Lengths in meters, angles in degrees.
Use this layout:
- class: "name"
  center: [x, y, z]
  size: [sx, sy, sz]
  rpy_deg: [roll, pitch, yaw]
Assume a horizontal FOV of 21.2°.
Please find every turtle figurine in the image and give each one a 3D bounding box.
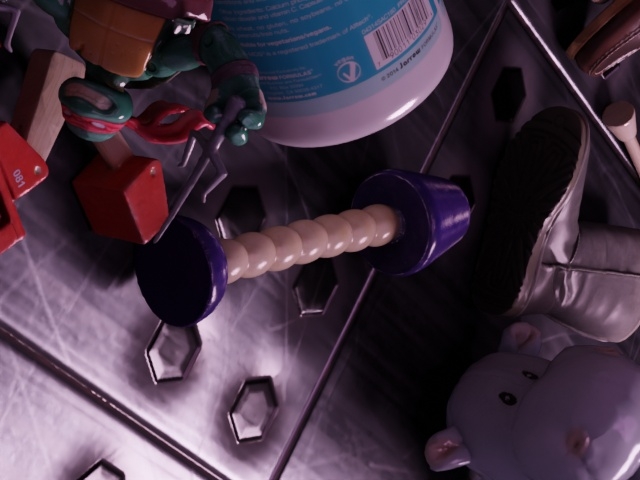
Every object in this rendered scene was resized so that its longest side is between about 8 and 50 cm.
- class: "turtle figurine"
  center: [-0.103, -0.129, 0.890]
  size: [0.118, 0.175, 0.234]
  rpy_deg: [-93, -160, -73]

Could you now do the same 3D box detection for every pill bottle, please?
- class: "pill bottle"
  center: [-0.025, -0.194, 1.000]
  size: [0.146, 0.146, 0.264]
  rpy_deg: [-49, 134, -29]

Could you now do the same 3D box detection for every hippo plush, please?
- class: "hippo plush"
  center: [0.216, 0.165, 1.345]
  size: [0.234, 0.294, 0.237]
  rpy_deg: [-45, 112, -32]

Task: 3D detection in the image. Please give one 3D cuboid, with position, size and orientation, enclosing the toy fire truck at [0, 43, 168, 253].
- class: "toy fire truck"
  center: [-0.165, -0.061, 0.949]
  size: [0.135, 0.047, 0.192]
  rpy_deg: [-41, 128, -36]

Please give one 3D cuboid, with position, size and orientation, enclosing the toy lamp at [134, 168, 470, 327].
- class: "toy lamp"
  center: [0.000, 0.000, 1.142]
  size: [0.274, 0.080, 0.080]
  rpy_deg: [-13, 110, -45]

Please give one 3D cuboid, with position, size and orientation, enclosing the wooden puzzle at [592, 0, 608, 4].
- class: "wooden puzzle"
  center: [0.249, -0.386, 1.252]
  size: [0.348, 0.080, 0.322]
  rpy_deg: [-43, 135, 8]

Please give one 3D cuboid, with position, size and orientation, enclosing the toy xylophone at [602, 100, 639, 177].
- class: "toy xylophone"
  center: [0.363, -0.132, 1.532]
  size: [0.323, 0.081, 0.236]
  rpy_deg: [45, 66, -46]

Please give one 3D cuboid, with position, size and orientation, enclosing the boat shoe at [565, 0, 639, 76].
- class: "boat shoe"
  center: [0.293, -0.196, 1.363]
  size: [0.207, 0.073, 0.073]
  rpy_deg: [-41, 174, 12]

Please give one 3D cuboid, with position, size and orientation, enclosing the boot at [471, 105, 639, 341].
- class: "boot"
  center: [0.221, -0.007, 1.404]
  size: [0.208, 0.076, 0.190]
  rpy_deg: [9, 108, -44]
